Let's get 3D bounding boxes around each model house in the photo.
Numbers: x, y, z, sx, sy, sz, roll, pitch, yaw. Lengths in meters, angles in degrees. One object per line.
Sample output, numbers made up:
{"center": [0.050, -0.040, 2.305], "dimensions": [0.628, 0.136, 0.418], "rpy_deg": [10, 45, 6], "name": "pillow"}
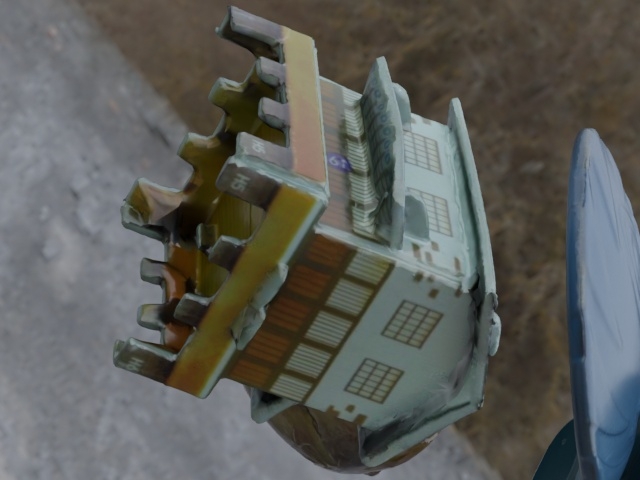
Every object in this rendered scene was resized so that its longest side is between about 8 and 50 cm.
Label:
{"center": [0.000, 0.000, 1.147], "dimensions": [0.215, 0.198, 0.224], "rpy_deg": [19, 32, -17], "name": "model house"}

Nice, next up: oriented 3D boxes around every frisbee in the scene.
{"center": [0.224, 0.056, 1.349], "dimensions": [0.289, 0.049, 0.289], "rpy_deg": [-2, 90, -77], "name": "frisbee"}

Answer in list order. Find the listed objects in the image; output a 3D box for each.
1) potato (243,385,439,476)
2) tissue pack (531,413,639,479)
{"center": [0.029, 0.132, 1.871], "dimensions": [0.289, 0.301, 0.237], "rpy_deg": [92, -4, -70], "name": "potato"}
{"center": [0.306, 0.244, 1.467], "dimensions": [0.206, 0.287, 0.198], "rpy_deg": [35, 65, -10], "name": "tissue pack"}
